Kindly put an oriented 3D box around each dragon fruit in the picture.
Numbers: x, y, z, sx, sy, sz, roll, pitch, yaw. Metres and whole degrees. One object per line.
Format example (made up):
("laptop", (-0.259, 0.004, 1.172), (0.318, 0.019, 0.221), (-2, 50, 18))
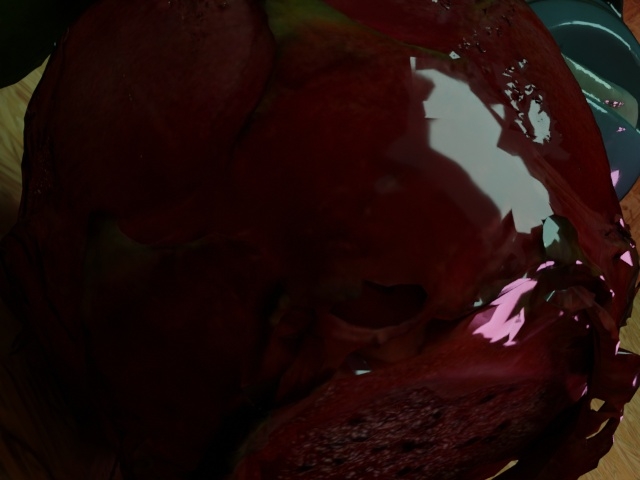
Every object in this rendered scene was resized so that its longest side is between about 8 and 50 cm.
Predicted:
("dragon fruit", (0.000, 0.000, 0.663), (0.295, 0.295, 0.301), (41, 7, -39))

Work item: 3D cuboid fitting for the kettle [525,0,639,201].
("kettle", (0.076, -0.050, 0.941), (0.247, 0.319, 0.342), (25, -3, -21))

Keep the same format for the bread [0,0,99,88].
("bread", (-0.263, -0.249, 0.719), (0.382, 0.129, 0.366), (56, 16, 14))
